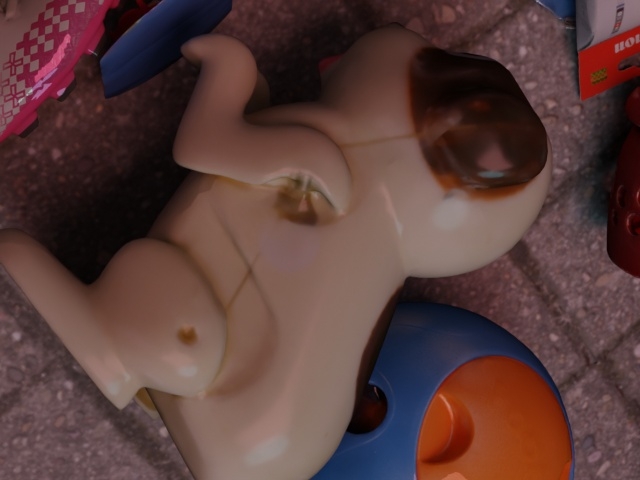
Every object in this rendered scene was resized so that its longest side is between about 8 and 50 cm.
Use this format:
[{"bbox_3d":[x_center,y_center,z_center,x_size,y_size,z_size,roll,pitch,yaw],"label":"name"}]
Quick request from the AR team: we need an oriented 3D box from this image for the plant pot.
[{"bbox_3d":[0.365,-0.062,1.601,0.191,0.191,0.174,-10,112,-18],"label":"plant pot"}]

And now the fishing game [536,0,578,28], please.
[{"bbox_3d":[0.257,-0.281,1.531,0.264,0.041,0.189,-2,114,-21],"label":"fishing game"}]

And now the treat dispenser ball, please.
[{"bbox_3d":[0.086,0.199,1.551,0.288,0.288,0.288,-10,118,-19],"label":"treat dispenser ball"}]

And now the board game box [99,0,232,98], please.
[{"bbox_3d":[-0.132,-0.179,1.373,0.133,0.169,0.033,-37,83,-11],"label":"board game box"}]

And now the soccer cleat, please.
[{"bbox_3d":[-0.286,-0.131,1.331,0.143,0.116,0.331,37,95,-25],"label":"soccer cleat"}]

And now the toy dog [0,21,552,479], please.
[{"bbox_3d":[0.000,0.000,1.360,0.408,0.395,0.284,-41,163,-4],"label":"toy dog"}]

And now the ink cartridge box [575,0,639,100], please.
[{"bbox_3d":[0.303,-0.210,1.554,0.145,0.045,0.179,-24,135,-12],"label":"ink cartridge box"}]
